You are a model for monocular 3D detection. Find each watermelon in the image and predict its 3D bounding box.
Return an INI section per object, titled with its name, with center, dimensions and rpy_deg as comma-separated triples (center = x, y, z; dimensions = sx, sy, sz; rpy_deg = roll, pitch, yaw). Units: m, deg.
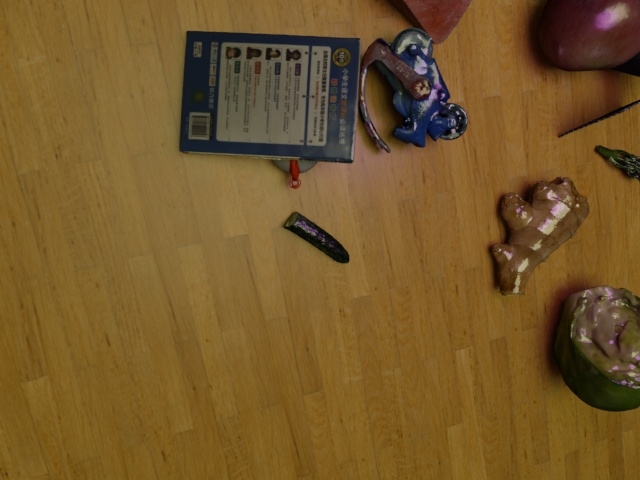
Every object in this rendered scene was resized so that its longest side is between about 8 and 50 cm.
[watermelon]
center = 0.296, -0.664, 1.203
dimensions = 0.283, 0.250, 0.293
rpy_deg = -32, 103, -3

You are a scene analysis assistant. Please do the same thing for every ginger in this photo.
[ginger]
center = 0.630, -0.021, 1.437
dimensions = 0.236, 0.166, 0.376
rpy_deg = 43, 80, -26

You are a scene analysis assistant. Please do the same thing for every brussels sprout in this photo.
[brussels sprout]
center = 0.881, 0.334, 1.495
dimensions = 0.275, 0.315, 0.372
rpy_deg = -8, 64, 11

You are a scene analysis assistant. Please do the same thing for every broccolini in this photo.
[broccolini]
center = 0.971, -0.257, 1.560
dimensions = 0.202, 0.068, 0.091
rpy_deg = 24, 79, -2

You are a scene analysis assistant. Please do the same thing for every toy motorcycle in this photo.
[toy motorcycle]
center = 0.227, -0.383, 1.288
dimensions = 0.182, 0.241, 0.319
rpy_deg = -39, 104, -49

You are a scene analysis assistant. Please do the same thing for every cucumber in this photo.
[cucumber]
center = 0.000, 0.000, 1.322
dimensions = 0.214, 0.052, 0.058
rpy_deg = 35, 118, -18

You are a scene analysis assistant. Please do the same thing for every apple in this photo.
[apple]
center = 0.763, -0.600, 1.326
dimensions = 0.305, 0.306, 0.235
rpy_deg = -15, 139, -13

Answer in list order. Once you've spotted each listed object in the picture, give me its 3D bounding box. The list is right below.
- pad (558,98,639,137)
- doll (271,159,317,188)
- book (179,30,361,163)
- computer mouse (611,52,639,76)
[pad]
center = 0.876, -0.381, 1.395
dimensions = 0.269, 0.269, 0.012
rpy_deg = -24, 91, -12
[doll]
center = -0.067, -0.301, 1.227
dimensions = 0.199, 0.105, 0.337
rpy_deg = 2, 97, 0
[book]
center = -0.121, -0.348, 1.164
dimensions = 0.427, 0.039, 0.301
rpy_deg = 4, 90, 2
[computer mouse]
center = 0.955, -0.552, 1.389
dimensions = 0.170, 0.269, 0.100
rpy_deg = -36, 135, -15
